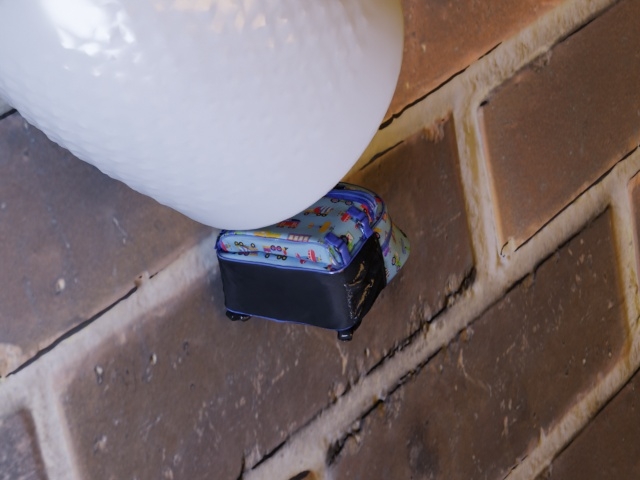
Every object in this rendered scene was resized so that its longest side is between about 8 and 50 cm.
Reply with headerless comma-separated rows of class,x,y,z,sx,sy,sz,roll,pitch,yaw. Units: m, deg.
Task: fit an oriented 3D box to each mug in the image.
mug,-0.118,-0.234,1.506,0.328,0.276,0.374,29,82,-46

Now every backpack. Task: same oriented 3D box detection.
backpack,0.000,0.000,1.814,0.173,0.158,0.117,-48,137,-44
